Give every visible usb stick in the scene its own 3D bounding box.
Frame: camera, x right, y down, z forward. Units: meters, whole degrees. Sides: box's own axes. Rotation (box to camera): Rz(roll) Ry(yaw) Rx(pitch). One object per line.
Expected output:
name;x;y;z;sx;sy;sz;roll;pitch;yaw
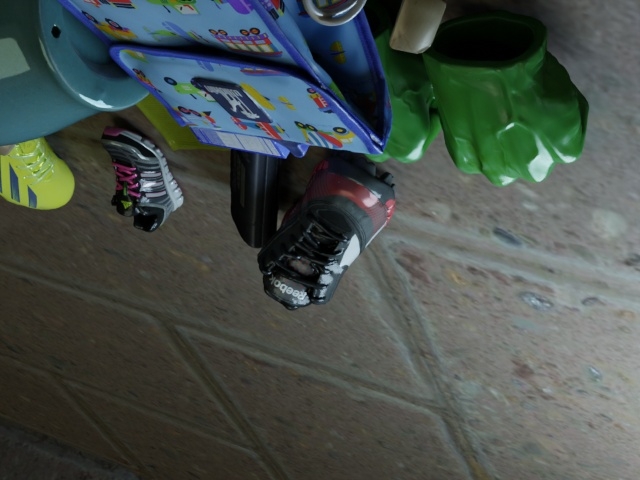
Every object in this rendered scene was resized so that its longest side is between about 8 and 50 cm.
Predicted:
usb stick;-0.071;-0.074;1.582;0.278;0.045;0.077;97;149;-66

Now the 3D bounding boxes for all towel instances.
towel;-0.187;-0.171;1.562;0.102;0.021;0.237;8;150;41

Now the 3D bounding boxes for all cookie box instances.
cookie box;-0.064;-0.134;1.409;0.107;0.092;0.040;12;155;33

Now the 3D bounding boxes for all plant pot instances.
plant pot;-0.279;-0.209;1.303;0.255;0.272;0.272;3;147;34

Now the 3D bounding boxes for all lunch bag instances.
lunch bag;-0.074;-0.177;1.180;0.221;0.138;0.293;8;147;36

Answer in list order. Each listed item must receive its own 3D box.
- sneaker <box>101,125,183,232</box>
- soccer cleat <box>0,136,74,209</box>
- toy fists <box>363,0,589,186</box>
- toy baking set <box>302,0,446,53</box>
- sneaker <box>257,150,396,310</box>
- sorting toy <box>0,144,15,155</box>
sneaker;-0.221;-0.068;1.746;0.063;0.075;0.170;16;154;27
soccer cleat;-0.380;-0.127;1.788;0.121;0.093;0.289;3;148;33
toy fists;0.098;-0.127;1.238;0.279;0.096;0.142;13;140;36
toy baking set;0.028;-0.251;0.988;0.256;0.197;0.030;39;-161;-30
sneaker;0.000;0.000;1.562;0.097;0.135;0.276;32;156;-3
sorting toy;-0.386;-0.208;1.627;0.193;0.038;0.208;35;132;-15
